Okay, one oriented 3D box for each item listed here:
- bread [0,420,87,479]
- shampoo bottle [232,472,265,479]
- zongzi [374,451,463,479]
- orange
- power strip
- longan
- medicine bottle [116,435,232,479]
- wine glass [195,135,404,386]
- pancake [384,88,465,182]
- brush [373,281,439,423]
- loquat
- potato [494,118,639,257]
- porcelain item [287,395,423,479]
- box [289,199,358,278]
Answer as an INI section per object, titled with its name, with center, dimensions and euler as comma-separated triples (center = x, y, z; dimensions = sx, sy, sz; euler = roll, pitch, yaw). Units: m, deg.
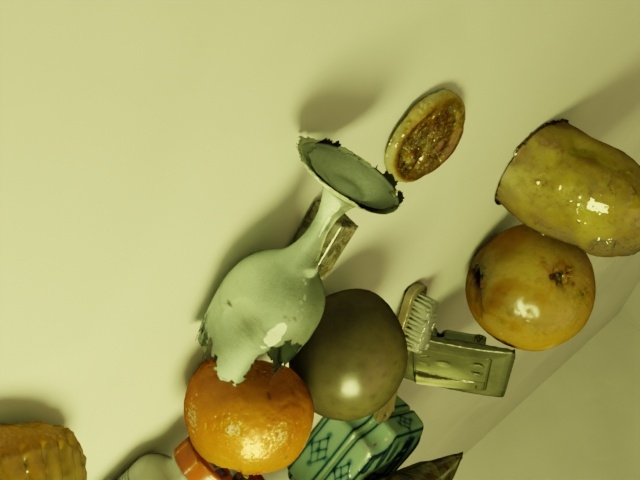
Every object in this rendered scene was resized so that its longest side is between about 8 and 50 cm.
[bread]
center = -0.374, 0.325, 0.782
dimensions = 0.274, 0.149, 0.274
euler = -36, 158, -17
[shampoo bottle]
center = -0.077, 0.554, 1.373
dimensions = 0.102, 0.260, 0.064
euler = -11, 138, -47
[zongzi]
center = 0.179, 0.599, 1.595
dimensions = 0.300, 0.138, 0.286
euler = -22, 149, -36
[orange]
center = -0.102, 0.247, 1.000
dimensions = 0.193, 0.193, 0.161
euler = 30, 70, -62
[power strip]
center = 0.290, 0.252, 1.559
dimensions = 0.251, 0.256, 0.092
euler = 83, 19, -52
[longan]
center = 0.042, 0.181, 1.113
dimensions = 0.196, 0.196, 0.220
euler = -28, 153, -30
[medicine bottle]
center = -0.265, 0.427, 1.055
dimensions = 0.288, 0.157, 0.157
euler = -45, 153, -2
[wine glass]
center = -0.037, 0.035, 0.868
dimensions = 0.143, 0.143, 0.321
euler = -7, 135, -50
[pancake]
center = 0.150, -0.143, 1.000
dimensions = 0.158, 0.028, 0.158
euler = -31, 148, -22
[brush]
center = 0.173, 0.239, 1.429
dimensions = 0.070, 0.065, 0.328
euler = -17, 127, -50
[loquat]
center = 0.435, 0.096, 1.468
dimensions = 0.263, 0.263, 0.263
euler = -33, 150, -22
[potato]
center = 0.499, -0.079, 1.324
dimensions = 0.229, 0.266, 0.229
euler = -37, 151, -24
[porcelain item]
center = 0.086, 0.486, 1.626
dimensions = 0.281, 0.157, 0.285
euler = -53, 152, 12
[box]
center = 0.000, 0.000, 0.948
dimensions = 0.045, 0.062, 0.098
euler = 0, 130, -51
